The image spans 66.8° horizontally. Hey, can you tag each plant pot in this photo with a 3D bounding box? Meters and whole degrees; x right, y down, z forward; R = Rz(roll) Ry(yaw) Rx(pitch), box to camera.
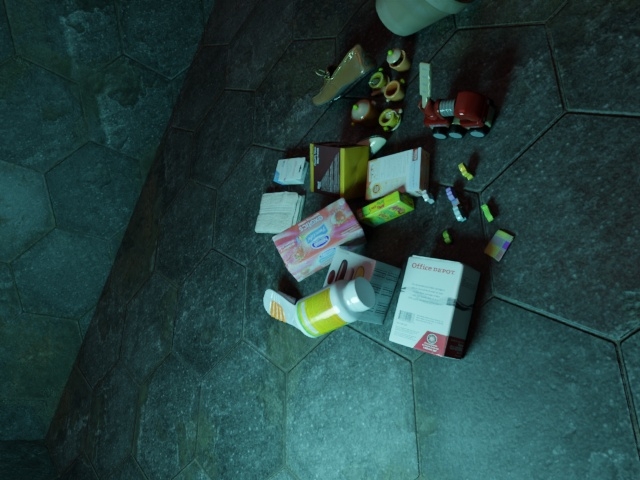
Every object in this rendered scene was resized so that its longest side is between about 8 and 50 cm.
[{"bbox_3d":[0.359,-0.909,1.767,0.280,0.323,0.323,-31,53,53],"label":"plant pot"}]

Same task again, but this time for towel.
[{"bbox_3d":[-0.187,-0.121,2.158,0.282,0.049,0.187,2,75,45],"label":"towel"},{"bbox_3d":[0.525,0.014,1.432,0.060,0.009,0.083,37,101,46],"label":"towel"}]

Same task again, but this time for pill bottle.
[{"bbox_3d":[0.047,0.205,1.524,0.245,0.136,0.136,-30,56,34],"label":"pill bottle"}]

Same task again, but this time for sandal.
[{"bbox_3d":[-0.113,0.279,1.925,0.265,0.076,0.102,28,111,26],"label":"sandal"}]

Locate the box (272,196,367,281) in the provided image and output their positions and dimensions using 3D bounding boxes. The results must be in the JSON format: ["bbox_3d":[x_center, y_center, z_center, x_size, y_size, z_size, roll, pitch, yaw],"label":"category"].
[{"bbox_3d":[0.000,0.000,1.759,0.300,0.142,0.154,-29,65,1],"label":"box"}]

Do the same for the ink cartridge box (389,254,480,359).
[{"bbox_3d":[0.344,0.197,1.466,0.197,0.114,0.273,8,82,47],"label":"ink cartridge box"}]

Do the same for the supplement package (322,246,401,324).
[{"bbox_3d":[0.133,0.153,1.665,0.194,0.149,0.203,19,90,46],"label":"supplement package"}]

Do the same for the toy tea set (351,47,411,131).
[{"bbox_3d":[0.228,-0.582,1.867,0.200,0.124,0.336,6,80,46],"label":"toy tea set"}]

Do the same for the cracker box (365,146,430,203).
[{"bbox_3d":[0.273,-0.225,1.730,0.232,0.067,0.156,-7,71,44],"label":"cracker box"}]

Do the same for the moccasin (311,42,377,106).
[{"bbox_3d":[0.072,-0.668,1.986,0.147,0.139,0.380,57,153,-6],"label":"moccasin"}]

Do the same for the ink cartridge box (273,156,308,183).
[{"bbox_3d":[-0.119,-0.306,2.150,0.181,0.061,0.104,4,78,46],"label":"ink cartridge box"}]

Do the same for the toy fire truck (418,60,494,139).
[{"bbox_3d":[0.410,-0.446,1.548,0.217,0.246,0.159,10,83,46],"label":"toy fire truck"}]

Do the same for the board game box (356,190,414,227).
[{"bbox_3d":[0.228,-0.108,1.711,0.181,0.092,0.043,-25,58,36],"label":"board game box"}]

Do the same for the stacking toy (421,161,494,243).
[{"bbox_3d":[0.431,-0.117,1.545,0.167,0.052,0.221,-36,53,30],"label":"stacking toy"}]

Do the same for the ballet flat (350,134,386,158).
[{"bbox_3d":[0.156,-0.342,1.885,0.248,0.086,0.086,-4,72,50],"label":"ballet flat"}]

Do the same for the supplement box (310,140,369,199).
[{"bbox_3d":[0.070,-0.272,1.852,0.194,0.129,0.191,19,116,46],"label":"supplement box"}]
